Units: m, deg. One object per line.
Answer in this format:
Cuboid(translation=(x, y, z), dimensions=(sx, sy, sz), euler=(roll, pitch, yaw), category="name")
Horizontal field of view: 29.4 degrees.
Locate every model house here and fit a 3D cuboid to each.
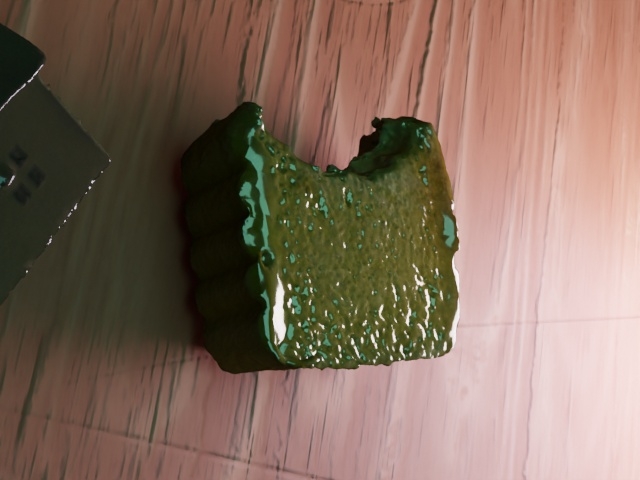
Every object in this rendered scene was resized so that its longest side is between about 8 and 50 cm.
Cuboid(translation=(-0.308, -0.068, 0.781), dimensions=(0.243, 0.204, 0.211), euler=(51, 54, -29), category="model house")

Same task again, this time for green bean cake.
Cuboid(translation=(0.000, 0.000, 1.067), dimensions=(0.236, 0.124, 0.232), euler=(1, 80, -38), category="green bean cake")
